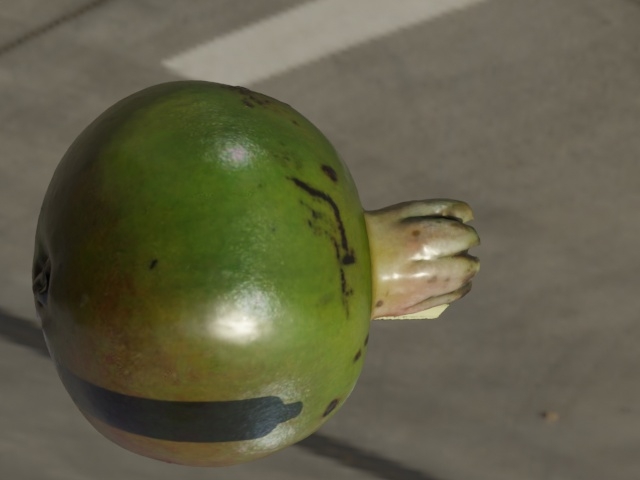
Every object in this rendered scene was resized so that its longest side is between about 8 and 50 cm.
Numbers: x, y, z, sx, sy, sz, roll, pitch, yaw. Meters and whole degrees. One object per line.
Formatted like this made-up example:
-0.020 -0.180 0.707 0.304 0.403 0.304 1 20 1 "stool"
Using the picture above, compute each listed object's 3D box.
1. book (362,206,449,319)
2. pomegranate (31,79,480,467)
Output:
0.000 0.000 1.391 0.160 0.024 0.228 48 -161 22 "book"
-0.029 0.013 0.839 0.210 0.179 0.180 -8 165 -14 "pomegranate"
